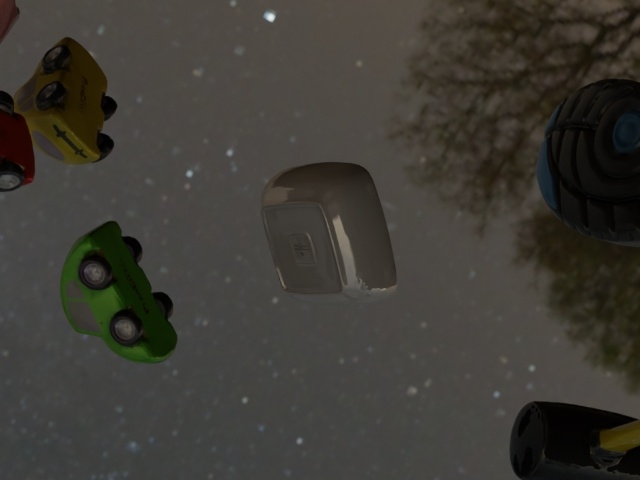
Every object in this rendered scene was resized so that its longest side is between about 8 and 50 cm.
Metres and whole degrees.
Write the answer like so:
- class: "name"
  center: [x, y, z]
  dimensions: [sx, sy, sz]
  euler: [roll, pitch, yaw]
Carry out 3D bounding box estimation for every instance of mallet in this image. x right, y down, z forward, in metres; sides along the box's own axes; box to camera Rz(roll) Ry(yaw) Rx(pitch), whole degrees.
- class: "mallet"
  center: [0.152, 0.072, 0.525]
  dimensions: [0.062, 0.190, 0.039]
  euler: [15, -114, -25]

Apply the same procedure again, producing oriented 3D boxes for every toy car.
- class: "toy car"
  center: [-0.167, -0.015, 0.849]
  dimensions: [0.225, 0.053, 0.239]
  euler: [63, -161, -6]

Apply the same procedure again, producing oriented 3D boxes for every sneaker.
- class: "sneaker"
  center: [0.304, -0.040, 0.977]
  dimensions: [0.140, 0.125, 0.341]
  euler: [13, -178, -37]

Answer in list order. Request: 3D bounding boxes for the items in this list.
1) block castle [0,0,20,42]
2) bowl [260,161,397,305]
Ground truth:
- class: "block castle"
  center: [-0.274, -0.166, 0.321]
  dimensions: [0.303, 0.212, 0.453]
  euler: [28, 169, 10]
- class: "bowl"
  center: [0.000, 0.000, 1.263]
  dimensions: [0.142, 0.142, 0.053]
  euler: [-1, -161, 47]
